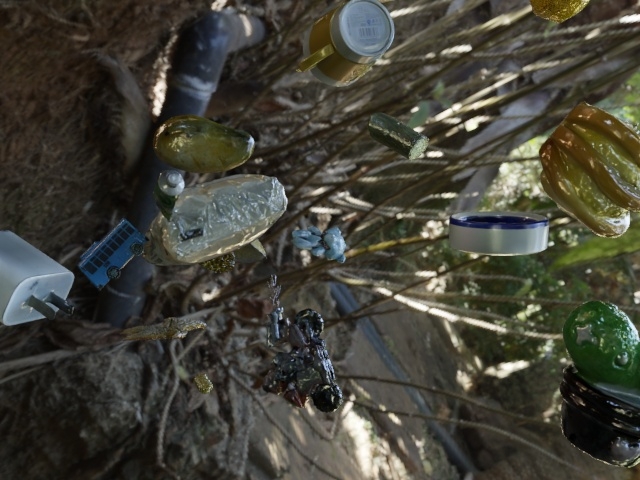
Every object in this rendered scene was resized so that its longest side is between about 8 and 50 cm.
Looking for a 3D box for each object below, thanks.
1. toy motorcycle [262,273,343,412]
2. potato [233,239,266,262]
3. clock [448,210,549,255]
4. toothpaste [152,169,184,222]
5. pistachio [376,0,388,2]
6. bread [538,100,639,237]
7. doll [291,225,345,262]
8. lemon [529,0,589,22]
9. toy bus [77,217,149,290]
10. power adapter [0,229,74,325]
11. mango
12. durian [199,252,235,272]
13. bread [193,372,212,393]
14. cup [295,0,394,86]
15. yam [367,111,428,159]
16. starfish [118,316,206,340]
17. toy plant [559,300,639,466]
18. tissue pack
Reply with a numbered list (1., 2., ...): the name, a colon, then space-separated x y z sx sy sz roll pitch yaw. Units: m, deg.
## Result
1. toy motorcycle: -0.079 0.282 1.772 0.134 0.207 0.400 19 56 -83
2. potato: -0.334 0.004 2.518 0.243 0.138 0.098 48 13 -28
3. clock: 0.424 -0.020 1.561 0.230 0.231 0.083 -36 127 -70
4. toothpaste: -0.302 -0.091 1.285 0.078 0.047 0.248 62 -21 -1
5. pistachio: 0.142 -0.792 1.892 0.214 0.318 0.193 138 -58 -65
6. bread: 0.682 -0.164 1.567 0.316 0.270 0.211 41 -3 -13
7. doll: 0.004 -0.002 1.902 0.180 0.075 0.120 17 53 -40
8. lemon: 0.460 -0.480 1.248 0.155 0.114 0.114 126 -57 -75
9. toy bus: -0.548 0.034 1.717 0.106 0.184 0.090 46 -11 -18
10. power adapter: -0.652 0.095 1.414 0.255 0.124 0.187 31 12 13
11. mango: -0.388 -0.316 2.171 0.176 0.330 0.175 115 -18 -62
12. durian: -0.372 -0.002 2.125 0.252 0.144 0.139 33 3 0
13. bread: -0.384 0.472 2.141 0.088 0.049 0.033 36 -34 49
14. cup: 0.052 -0.488 1.637 0.185 0.241 0.226 59 -18 -10
15. yam: 0.175 -0.241 1.506 0.147 0.069 0.070 30 20 7
16. starfish: -0.400 0.235 1.692 0.240 0.228 0.043 178 -97 -66
17. toy plant: 0.475 0.225 1.039 0.175 0.218 0.235 -44 151 -77
18. tissue pack: -0.295 -0.049 1.787 0.195 0.390 0.375 67 -20 1
